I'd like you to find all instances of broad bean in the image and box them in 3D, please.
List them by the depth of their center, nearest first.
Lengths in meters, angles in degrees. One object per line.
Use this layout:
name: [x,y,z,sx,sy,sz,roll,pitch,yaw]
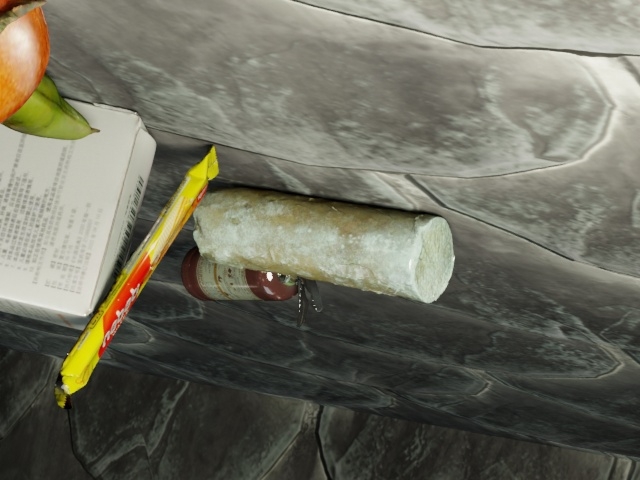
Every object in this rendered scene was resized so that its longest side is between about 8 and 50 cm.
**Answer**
broad bean: [-0.316,-0.153,1.500,0.075,0.067,0.325,-34,138,30]

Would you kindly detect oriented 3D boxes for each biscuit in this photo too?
biscuit: [-0.169,0.029,1.624,0.026,0.292,0.048,26,152,8]

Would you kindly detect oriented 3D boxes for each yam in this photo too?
yam: [0.000,0.000,1.770,0.259,0.093,0.093,9,167,22]

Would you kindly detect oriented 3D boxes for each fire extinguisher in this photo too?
fire extinguisher: [-0.073,0.051,2.070,0.071,0.099,0.231,-5,-176,-39]

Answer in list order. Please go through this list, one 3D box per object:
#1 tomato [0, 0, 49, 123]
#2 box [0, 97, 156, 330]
tomato: [-0.337,-0.166,1.137,0.309,0.309,0.170,13,138,4]
box: [-0.327,-0.044,1.664,0.299,0.200,0.106,12,169,7]
